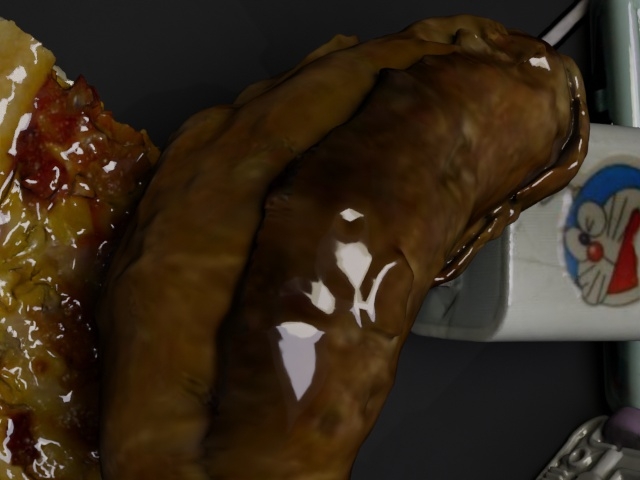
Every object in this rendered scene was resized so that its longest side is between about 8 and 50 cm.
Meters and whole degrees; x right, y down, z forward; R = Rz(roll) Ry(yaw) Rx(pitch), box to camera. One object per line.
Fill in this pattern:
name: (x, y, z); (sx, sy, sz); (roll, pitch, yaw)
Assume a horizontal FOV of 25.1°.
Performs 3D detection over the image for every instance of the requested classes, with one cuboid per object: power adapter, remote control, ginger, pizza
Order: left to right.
pizza: (-0.101, 0.024, 0.764); (0.228, 0.081, 0.289); (-4, 89, -27)
ginger: (0.000, 0.000, 0.683); (0.172, 0.165, 0.321); (39, 72, -8)
power adapter: (0.100, -0.005, 0.839); (0.205, 0.125, 0.130); (1, 90, -27)
remote control: (0.241, -0.032, 0.949); (0.140, 0.056, 0.296); (-3, 89, -28)

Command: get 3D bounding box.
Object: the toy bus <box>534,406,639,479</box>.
toy bus: (0.217, 0.195, 0.852); (0.142, 0.202, 0.142); (-43, 109, -20)
